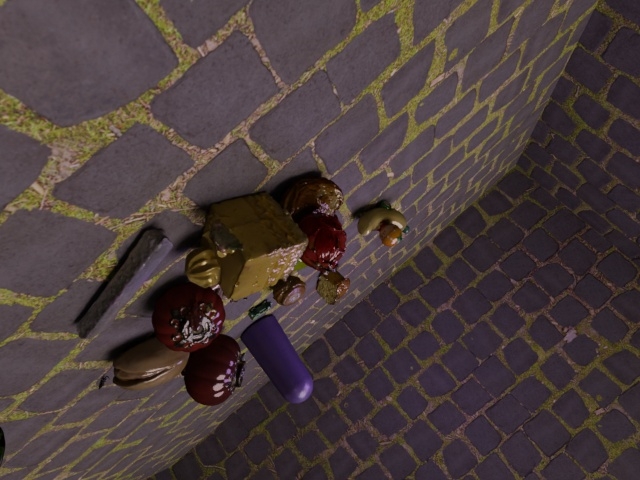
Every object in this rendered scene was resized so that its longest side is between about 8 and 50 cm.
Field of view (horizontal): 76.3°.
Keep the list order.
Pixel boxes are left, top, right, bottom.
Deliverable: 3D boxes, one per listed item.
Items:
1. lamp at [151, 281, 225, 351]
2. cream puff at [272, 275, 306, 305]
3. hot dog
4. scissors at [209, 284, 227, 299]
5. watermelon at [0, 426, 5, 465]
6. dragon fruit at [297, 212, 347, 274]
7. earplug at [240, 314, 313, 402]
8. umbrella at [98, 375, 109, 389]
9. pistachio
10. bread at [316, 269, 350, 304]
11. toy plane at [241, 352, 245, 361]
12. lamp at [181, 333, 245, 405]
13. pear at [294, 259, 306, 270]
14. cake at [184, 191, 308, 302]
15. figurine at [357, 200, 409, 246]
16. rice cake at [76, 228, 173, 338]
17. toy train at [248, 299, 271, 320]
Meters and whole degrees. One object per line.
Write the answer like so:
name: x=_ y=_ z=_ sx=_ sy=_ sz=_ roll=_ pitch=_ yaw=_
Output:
lamp: x=-0.414 y=0.245 z=1.291 sx=0.227 sy=0.227 sz=0.227 roll=-35 pitch=159 yaw=-16
cream puff: x=-0.149 y=0.226 z=1.870 sx=0.150 sy=0.115 sz=0.165 roll=-50 pitch=150 yaw=5
hot dog: x=-0.051 y=-0.124 z=1.335 sx=0.259 sy=0.114 sz=0.175 roll=-15 pitch=153 yaw=-42
scissors: x=-0.348 y=0.138 z=1.465 sx=0.160 sy=0.024 sz=0.317 roll=-21 pitch=152 yaw=-40
watermelon: x=-0.879 y=0.501 z=0.893 sx=0.285 sy=0.285 sz=0.285 roll=-35 pitch=159 yaw=-16
dragon fruit: x=0.000 y=0.000 z=1.261 sx=0.173 sy=0.209 sz=0.172 roll=1 pitch=138 yaw=1
earplug: x=-0.208 y=0.626 z=2.103 sx=0.215 sy=0.455 sz=0.215 roll=-33 pitch=160 yaw=-14
umbrella: x=-0.782 y=0.510 z=1.464 sx=0.122 sy=0.022 sz=0.013 roll=-42 pitch=-171 yaw=35
pistachio: x=-0.582 y=0.421 z=1.440 sx=0.293 sy=0.182 sz=0.162 roll=-21 pitch=115 yaw=-49
bread: x=0.079 y=0.249 z=2.286 sx=0.147 sy=0.160 sz=0.260 roll=-41 pitch=158 yaw=-24
toy plane: x=-0.480 y=0.701 z=2.318 sx=0.212 sy=0.088 sz=0.267 roll=-21 pitch=144 yaw=-46
lamp: x=-0.463 y=0.559 z=1.776 sx=0.303 sy=0.257 sz=0.302 roll=12 pitch=90 yaw=-89
pear: x=-0.115 y=0.022 z=1.427 sx=0.220 sy=0.187 sz=0.187 roll=-11 pitch=175 yaw=30
cake: x=-0.226 y=0.026 z=1.162 sx=0.286 sy=0.222 sz=0.227 roll=-20 pitch=150 yaw=-43
figurine: x=0.299 y=-0.063 z=1.924 sx=0.325 sy=0.222 sz=0.124 roll=-17 pitch=151 yaw=-49
rice cake: x=-0.512 y=0.115 z=1.063 sx=0.399 sy=0.064 sz=0.070 roll=-47 pitch=169 yaw=16
toy train: x=-0.287 y=0.334 z=1.943 sx=0.122 sy=0.050 sz=0.081 roll=-28 pitch=161 yaw=-33
